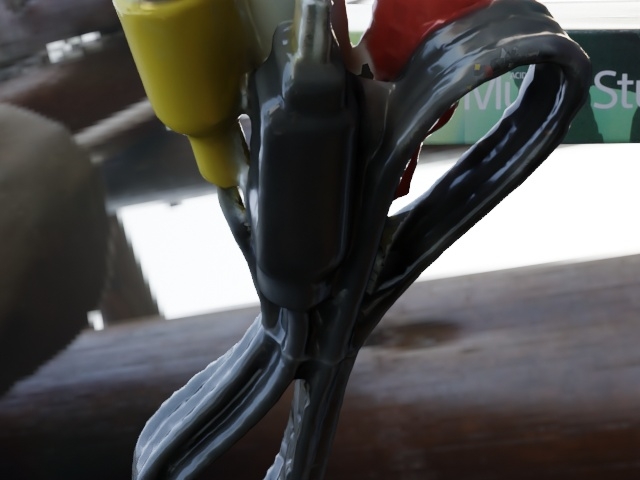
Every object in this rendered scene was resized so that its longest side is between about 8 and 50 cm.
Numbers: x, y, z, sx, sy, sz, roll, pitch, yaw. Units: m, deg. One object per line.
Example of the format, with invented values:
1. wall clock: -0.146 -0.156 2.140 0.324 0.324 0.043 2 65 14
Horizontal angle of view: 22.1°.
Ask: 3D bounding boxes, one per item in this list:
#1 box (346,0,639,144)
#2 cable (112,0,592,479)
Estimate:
1. box: 0.158 -0.089 0.815 0.232 0.322 0.058 -87 -5 -79
2. cable: 0.000 0.000 0.543 0.287 0.140 0.072 99 163 -45
